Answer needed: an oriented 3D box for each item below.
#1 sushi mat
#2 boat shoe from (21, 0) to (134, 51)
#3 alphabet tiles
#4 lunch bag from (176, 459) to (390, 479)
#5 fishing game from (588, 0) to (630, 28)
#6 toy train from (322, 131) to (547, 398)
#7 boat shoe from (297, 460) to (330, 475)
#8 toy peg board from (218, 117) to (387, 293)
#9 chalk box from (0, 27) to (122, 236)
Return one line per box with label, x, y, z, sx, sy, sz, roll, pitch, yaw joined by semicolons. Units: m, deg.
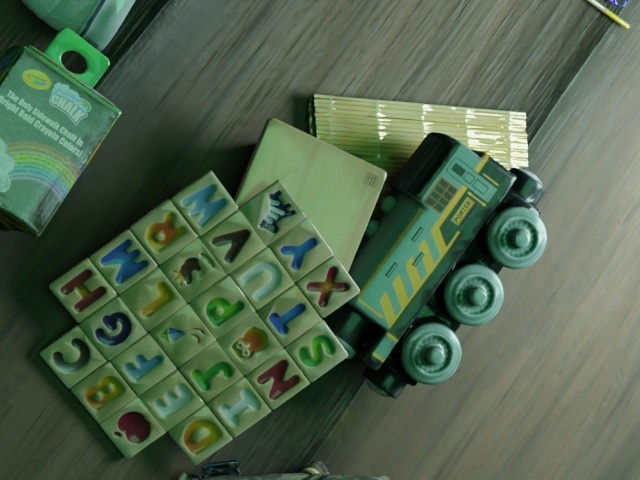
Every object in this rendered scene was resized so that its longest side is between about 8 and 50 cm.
sushi mat;0.127;-0.099;1.909;0.316;0.019;0.151;3;90;-26
boat shoe;-0.230;-0.406;1.674;0.156;0.136;0.367;28;92;-21
alphabet tiles;-0.138;0.094;1.750;0.342;0.011;0.285;-36;109;1
lunch bag;-0.045;0.420;1.758;0.256;0.212;0.305;-3;99;16
fishing game;0.430;-0.425;2.021;0.189;0.041;0.264;25;91;-24
toy train;0.132;0.027;1.850;0.190;0.142;0.334;37;89;-13
boat shoe;0.013;0.346;1.873;0.049;0.056;0.152;-38;117;-52
toy peg board;-0.030;-0.041;1.802;0.160;0.079;0.161;24;85;-17
chalk box;-0.316;-0.129;1.644;0.132;0.132;0.213;37;78;-22
